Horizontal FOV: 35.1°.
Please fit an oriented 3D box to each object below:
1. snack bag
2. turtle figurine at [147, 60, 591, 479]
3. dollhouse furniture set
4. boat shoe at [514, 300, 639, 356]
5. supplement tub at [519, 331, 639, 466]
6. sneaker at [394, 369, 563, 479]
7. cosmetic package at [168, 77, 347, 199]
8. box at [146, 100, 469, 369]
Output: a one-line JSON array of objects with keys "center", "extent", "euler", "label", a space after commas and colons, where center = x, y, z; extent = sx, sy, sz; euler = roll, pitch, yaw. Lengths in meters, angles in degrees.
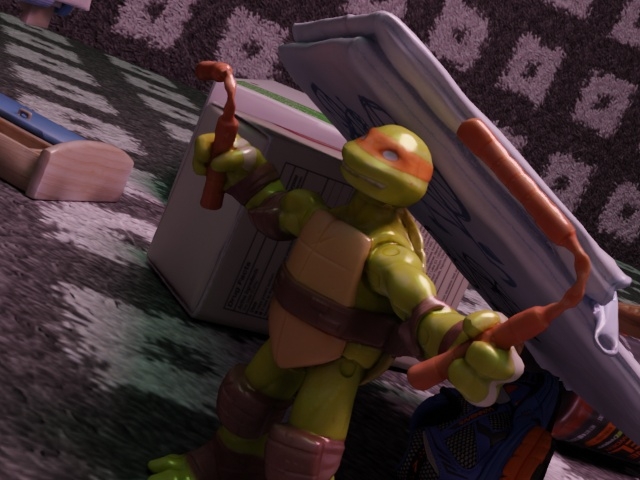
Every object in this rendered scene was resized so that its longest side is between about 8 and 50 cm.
[{"center": [0.106, 0.001, 0.617], "extent": [0.342, 0.037, 0.323], "euler": [48, 0, -13], "label": "snack bag"}, {"center": [-0.005, 0.031, 0.458], "extent": [0.087, 0.217, 0.269], "euler": [14, 14, -44], "label": "turtle figurine"}, {"center": [-0.262, -0.214, 0.890], "extent": [0.198, 0.303, 0.286], "euler": [27, 10, 18], "label": "dollhouse furniture set"}, {"center": [0.361, 0.123, 1.012], "extent": [0.341, 0.122, 0.110], "euler": [17, -4, 34], "label": "boat shoe"}, {"center": [0.271, 0.139, 0.868], "extent": [0.198, 0.106, 0.106], "euler": [19, 11, -21], "label": "supplement tub"}, {"center": [0.104, 0.121, 0.655], "extent": [0.087, 0.083, 0.221], "euler": [21, 7, 12], "label": "sneaker"}, {"center": [-0.032, -0.092, 1.226], "extent": [0.197, 0.155, 0.365], "euler": [23, 11, 1], "label": "cosmetic package"}, {"center": [0.000, 0.000, 0.834], "extent": [0.232, 0.149, 0.127], "euler": [18, 11, -32], "label": "box"}]
